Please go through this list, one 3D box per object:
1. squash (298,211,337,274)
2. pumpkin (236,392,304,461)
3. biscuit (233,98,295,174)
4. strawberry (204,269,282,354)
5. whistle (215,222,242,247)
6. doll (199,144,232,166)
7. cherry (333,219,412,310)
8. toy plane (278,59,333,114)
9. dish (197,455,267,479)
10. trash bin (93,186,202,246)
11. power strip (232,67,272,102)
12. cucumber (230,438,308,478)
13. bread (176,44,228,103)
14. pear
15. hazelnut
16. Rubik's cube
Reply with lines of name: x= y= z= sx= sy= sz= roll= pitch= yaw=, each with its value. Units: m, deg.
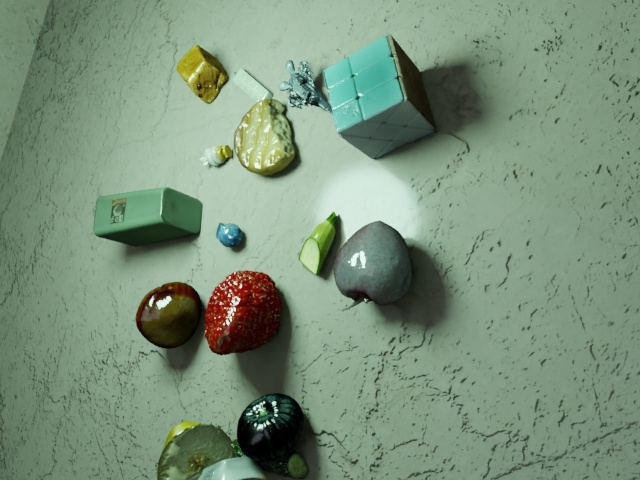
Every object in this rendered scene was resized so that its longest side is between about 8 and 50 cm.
squash: x=-0.003 y=0.000 z=1.623 sx=0.090 sy=0.075 sz=0.200 roll=22 pitch=89 yaw=61
pumpkin: x=-0.142 y=0.531 z=1.516 sx=0.201 sy=0.140 sz=0.202 roll=-17 pitch=28 yaw=9
biscuit: x=-0.196 y=-0.345 z=1.832 sx=0.213 sy=0.091 sz=0.275 roll=-20 pitch=69 yaw=25
strawberry: x=-0.254 y=0.222 z=1.631 sx=0.260 sy=0.257 sz=0.261 roll=-4 pitch=83 yaw=37
whistle: x=-0.313 y=-0.020 z=1.840 sx=0.090 sy=0.090 sz=0.158 roll=-65 pitch=16 yaw=2
doll: x=-0.388 y=-0.318 z=1.972 sx=0.127 sy=0.073 sz=0.084 roll=-14 pitch=37 yaw=25
cherry: x=0.144 y=0.076 z=1.439 sx=0.213 sy=0.183 sz=0.266 roll=10 pitch=86 yaw=27
toy plane: x=-0.043 y=-0.489 z=1.778 sx=0.246 sy=0.078 sz=0.169 roll=51 pitch=133 yaw=28
dish: x=-0.267 y=0.680 z=1.539 sx=0.212 sy=0.151 sz=0.077 roll=-41 pitch=51 yaw=43
trash bin: x=-0.636 y=-0.094 z=1.978 sx=0.343 sy=0.223 sz=0.159 roll=-9 pitch=73 yaw=30
power strip: x=-0.261 y=-0.573 z=1.974 sx=0.060 sy=0.027 sz=0.253 roll=-52 pitch=56 yaw=11
cucumber: x=-0.159 y=0.637 z=1.561 sx=0.265 sy=0.077 sz=0.077 roll=-2 pitch=76 yaw=35
bread: x=-0.457 y=-0.644 z=2.057 sx=0.143 sy=0.149 sz=0.158 roll=-44 pitch=52 yaw=14
pear: x=-0.401 y=0.666 z=1.653 sx=0.178 sy=0.266 sz=0.267 roll=11 pitch=83 yaw=62
hazelnut: x=-0.516 y=0.247 z=1.830 sx=0.229 sy=0.229 sz=0.230 roll=-9 pitch=72 yaw=31
Rubik's cube: x=0.170 y=-0.398 z=1.525 sx=0.231 sy=0.221 sz=0.225 roll=-21 pitch=67 yaw=27
